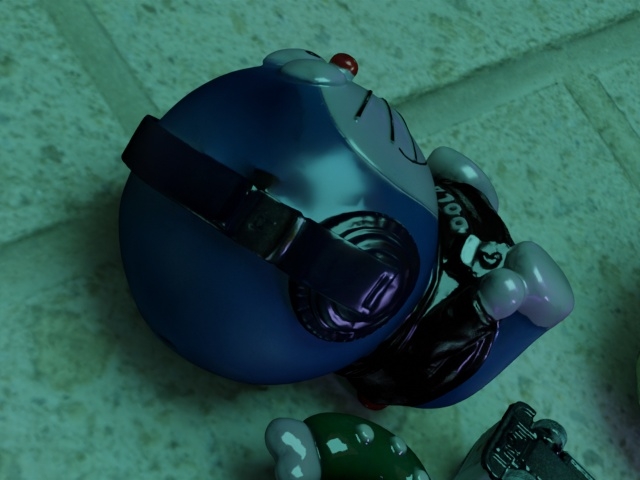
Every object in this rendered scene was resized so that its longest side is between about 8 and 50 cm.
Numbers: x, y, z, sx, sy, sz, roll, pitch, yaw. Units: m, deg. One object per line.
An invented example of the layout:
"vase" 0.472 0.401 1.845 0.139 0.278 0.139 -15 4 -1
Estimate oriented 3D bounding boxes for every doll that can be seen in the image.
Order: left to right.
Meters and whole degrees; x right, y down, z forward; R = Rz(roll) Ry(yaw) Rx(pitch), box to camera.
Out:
"doll" 0.000 0.000 1.209 0.310 0.240 0.284 32 2 -36

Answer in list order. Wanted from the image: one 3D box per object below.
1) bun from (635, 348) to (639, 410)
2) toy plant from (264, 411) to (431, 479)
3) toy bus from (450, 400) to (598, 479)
"bun" 0.423 0.106 1.491 0.361 0.213 0.361 12 70 -35
"toy plant" 0.046 0.237 1.153 0.243 0.112 0.232 36 39 -21
"toy bus" 0.184 0.222 1.293 0.194 0.089 0.087 44 41 -4
